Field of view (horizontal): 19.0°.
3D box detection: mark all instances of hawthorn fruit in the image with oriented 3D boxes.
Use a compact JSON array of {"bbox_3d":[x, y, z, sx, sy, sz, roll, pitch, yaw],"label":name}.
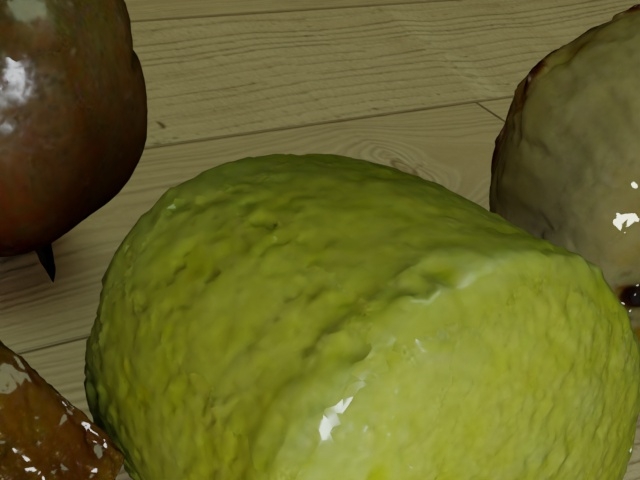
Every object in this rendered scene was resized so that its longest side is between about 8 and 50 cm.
[{"bbox_3d":[-0.274,-0.102,1.596,0.268,0.300,0.267,-12,27,6],"label":"hawthorn fruit"}]

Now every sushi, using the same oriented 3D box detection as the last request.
[{"bbox_3d":[-0.252,0.130,1.296,0.287,0.140,0.149,36,-9,28],"label":"sushi"}]

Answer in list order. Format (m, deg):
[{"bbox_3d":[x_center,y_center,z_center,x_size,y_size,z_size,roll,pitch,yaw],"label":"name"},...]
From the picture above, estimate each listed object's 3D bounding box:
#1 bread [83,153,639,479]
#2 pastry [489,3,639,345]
[{"bbox_3d":[0.026,0.112,1.326,0.348,0.348,0.308,0,26,-39],"label":"bread"},{"bbox_3d":[0.339,-0.055,1.855,0.389,0.388,0.312,12,24,-21],"label":"pastry"}]
